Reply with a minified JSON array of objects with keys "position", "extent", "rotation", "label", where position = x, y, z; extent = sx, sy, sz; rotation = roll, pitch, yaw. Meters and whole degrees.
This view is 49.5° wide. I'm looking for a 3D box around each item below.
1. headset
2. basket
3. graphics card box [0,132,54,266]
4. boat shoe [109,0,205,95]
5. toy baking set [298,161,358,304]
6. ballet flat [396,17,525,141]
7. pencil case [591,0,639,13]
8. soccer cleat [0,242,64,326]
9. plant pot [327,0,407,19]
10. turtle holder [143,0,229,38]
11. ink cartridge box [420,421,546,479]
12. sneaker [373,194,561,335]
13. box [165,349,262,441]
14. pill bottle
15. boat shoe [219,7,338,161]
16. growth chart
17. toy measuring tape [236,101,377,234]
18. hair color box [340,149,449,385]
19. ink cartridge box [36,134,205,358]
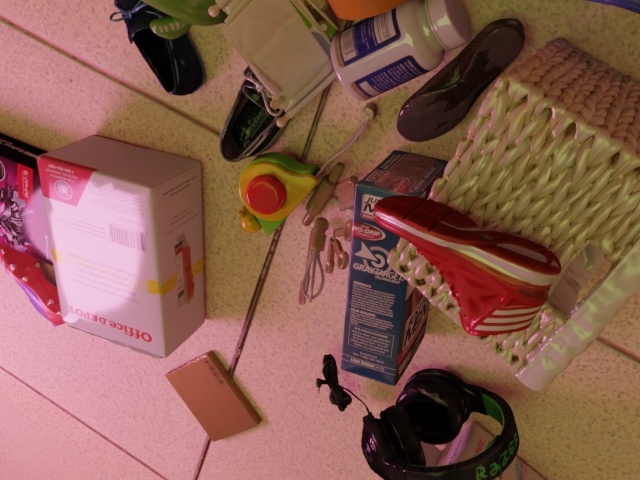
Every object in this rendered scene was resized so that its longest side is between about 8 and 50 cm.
[{"position":[0.155,0.307,1.237],"extent":[0.394,0.243,0.185],"rotation":[2,116,49],"label":"headset"},{"position":[0.304,-0.050,0.912],"extent":[0.266,0.331,0.328],"rotation":[36,126,10],"label":"basket"},{"position":[-0.678,-0.103,1.545],"extent":[0.371,0.094,0.232],"rotation":[23,123,17],"label":"graphics card box"},{"position":[-0.291,-0.374,1.207],"extent":[0.109,0.089,0.258],"rotation":[-32,97,35],"label":"boat shoe"},{"position":[0.000,-0.006,1.194],"extent":[0.030,0.196,0.256],"rotation":[13,142,-21],"label":"toy baking set"},{"position":[0.206,-0.239,1.042],"extent":[0.084,0.058,0.250],"rotation":[31,133,-15],"label":"ballet flat"},{"position":[0.335,-0.355,0.865],"extent":[0.306,0.133,0.119],"rotation":[24,156,16],"label":"pencil case"},{"position":[-0.692,0.103,1.667],"extent":[0.248,0.083,0.095],"rotation":[49,131,-5],"label":"soccer cleat"},{"position":[0.051,-0.418,0.955],"extent":[0.205,0.205,0.188],"rotation":[-2,128,29],"label":"plant pot"},{"position":[-0.187,-0.440,1.027],"extent":[0.320,0.243,0.227],"rotation":[46,124,2],"label":"turtle holder"},{"position":[0.301,0.482,1.252],"extent":[0.353,0.207,0.119],"rotation":[39,127,5],"label":"ink cartridge box"},{"position":[0.149,0.039,0.803],"extent":[0.221,0.087,0.128],"rotation":[26,121,25],"label":"sneaker"},{"position":[-0.249,0.361,1.595],"extent":[0.164,0.021,0.201],"rotation":[-29,99,35],"label":"box"},{"position":[0.119,-0.290,1.021],"extent":[0.187,0.112,0.112],"rotation":[-18,104,33],"label":"pill bottle"},{"position":[-0.082,-0.252,1.149],"extent":[0.113,0.105,0.306],"rotation":[45,126,1],"label":"boat shoe"},{"position":[-0.053,-0.308,1.044],"extent":[0.172,0.021,0.237],"rotation":[-38,125,-4],"label":"growth chart"},{"position":[-0.047,-0.136,1.192],"extent":[0.121,0.121,0.330],"rotation":[44,117,2],"label":"toy measuring tape"},{"position":[0.122,0.046,1.149],"extent":[0.105,0.174,0.347],"rotation":[14,120,20],"label":"hair color box"},{"position":[-0.392,0.012,1.409],"extent":[0.279,0.160,0.384],"rotation":[15,120,21],"label":"ink cartridge box"}]
